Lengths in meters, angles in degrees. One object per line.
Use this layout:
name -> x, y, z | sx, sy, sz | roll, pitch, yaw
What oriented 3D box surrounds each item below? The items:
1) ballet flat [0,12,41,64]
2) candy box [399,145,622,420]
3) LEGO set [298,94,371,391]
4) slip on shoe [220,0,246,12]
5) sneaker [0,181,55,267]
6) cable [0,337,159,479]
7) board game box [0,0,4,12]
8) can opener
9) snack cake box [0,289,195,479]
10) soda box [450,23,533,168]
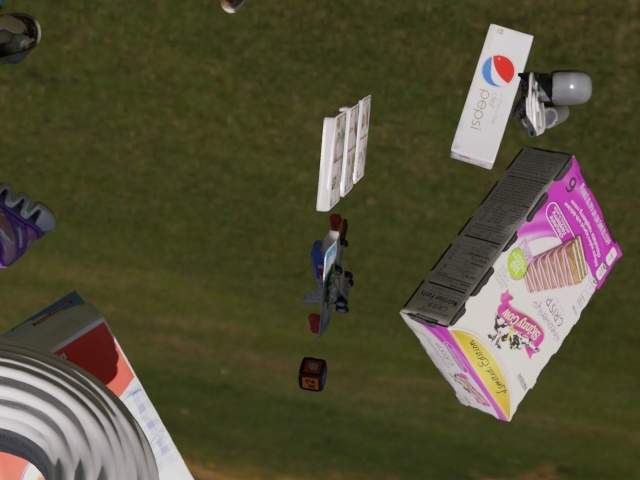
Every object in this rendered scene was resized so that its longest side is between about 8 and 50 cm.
ballet flat -> -0.406, -0.232, 1.388 | 0.068, 0.072, 0.213 | -31, 180, 32
candy box -> 0.200, 0.042, 1.223 | 0.071, 0.233, 0.159 | 17, 151, 47
LEGO set -> 0.000, 0.000, 1.047 | 0.060, 0.244, 0.182 | 7, -166, 10
slip on shoe -> -0.133, -0.450, 2.021 | 0.051, 0.135, 0.041 | 27, 175, 25
sneaker -> -0.449, -0.046, 1.484 | 0.236, 0.105, 0.095 | 35, 161, -21
cable -> -0.236, 0.174, 0.821 | 0.257, 0.257, 0.089 | -13, 141, -32
board game box -> -0.566, -0.296, 1.591 | 0.141, 0.291, 0.232 | -15, 138, 19
can opener -> 0.280, -0.167, 1.445 | 0.093, 0.074, 0.280 | -1, -173, 13
snack cake box -> -0.210, 0.199, 1.063 | 0.152, 0.264, 0.089 | -31, -155, -17
soda box -> 0.272, -0.229, 1.917 | 0.073, 0.216, 0.069 | 17, 177, 6
